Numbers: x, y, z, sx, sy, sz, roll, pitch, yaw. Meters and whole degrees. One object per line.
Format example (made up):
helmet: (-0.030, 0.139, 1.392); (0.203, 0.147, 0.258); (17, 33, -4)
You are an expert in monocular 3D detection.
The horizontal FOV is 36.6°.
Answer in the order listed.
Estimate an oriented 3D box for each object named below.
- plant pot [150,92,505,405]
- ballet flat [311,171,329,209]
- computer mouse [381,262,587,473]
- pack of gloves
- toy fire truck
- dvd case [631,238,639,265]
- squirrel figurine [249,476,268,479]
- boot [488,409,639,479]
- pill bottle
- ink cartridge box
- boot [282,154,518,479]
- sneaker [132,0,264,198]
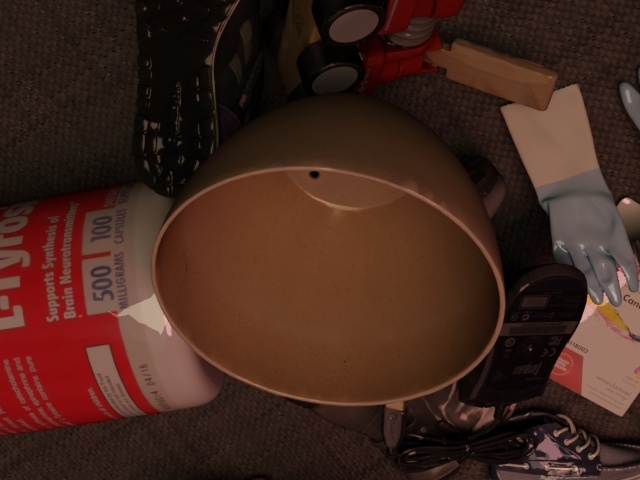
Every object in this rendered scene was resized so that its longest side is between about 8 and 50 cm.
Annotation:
plant pot: (0.016, -0.016, 0.837); (0.284, 0.191, 0.284); (6, 135, 6)
ballet flat: (0.000, 0.000, 1.003); (0.087, 0.083, 0.247); (23, 108, -18)
computer mouse: (0.147, 0.121, 0.948); (0.184, 0.060, 0.262); (-4, 126, -17)
pack of gloves: (0.304, -0.060, 0.936); (0.195, 0.046, 0.232); (-16, 76, 2)
toy fire truck: (0.093, -0.195, 0.885); (0.246, 0.217, 0.158); (-12, 67, -16)
dvd case: (0.437, 0.044, 0.969); (0.221, 0.018, 0.164); (-18, 87, -11)
squirrel figurine: (-0.030, 0.426, 1.007); (0.397, 0.281, 0.370); (-35, 73, 40)
boot: (0.276, 0.229, 1.055); (0.190, 0.069, 0.086); (-9, 108, 7)
pill bottle: (-0.313, 0.079, 0.961); (0.408, 0.229, 0.229); (-10, 105, 5)
ink cartridge box: (0.314, 0.068, 1.010); (0.115, 0.067, 0.198); (28, 104, -7)
boot: (0.134, 0.090, 1.018); (0.223, 0.118, 0.338); (33, 111, -14)
sneaker: (-0.101, -0.184, 0.891); (0.107, 0.124, 0.283); (15, 103, 18)
